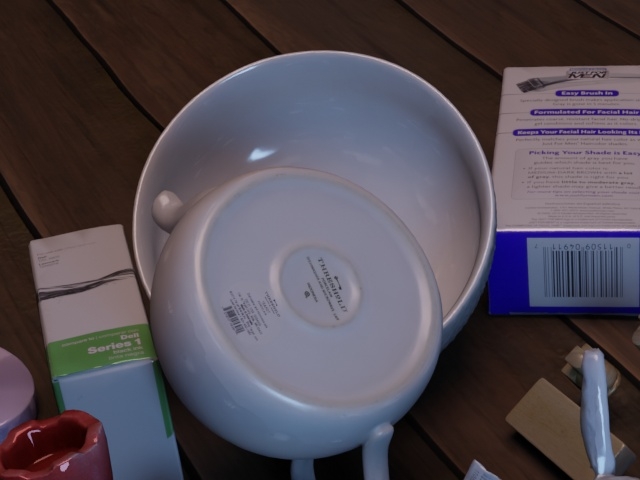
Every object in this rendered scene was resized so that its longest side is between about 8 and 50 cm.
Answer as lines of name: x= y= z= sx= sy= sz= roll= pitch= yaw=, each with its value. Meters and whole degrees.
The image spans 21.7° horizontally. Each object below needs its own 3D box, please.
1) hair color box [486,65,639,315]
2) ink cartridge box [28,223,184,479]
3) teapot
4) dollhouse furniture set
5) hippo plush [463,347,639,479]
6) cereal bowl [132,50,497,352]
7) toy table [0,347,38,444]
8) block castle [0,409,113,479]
hair color box: x=0.270 y=-0.058 z=1.710 sx=0.185 sy=0.110 sz=0.339 roll=0 pitch=35 yaw=10
ink cartridge box: x=-0.188 y=0.109 z=1.456 sx=0.092 sy=0.160 sz=0.219 roll=-12 pitch=34 yaw=-7
teapot: x=-0.033 y=0.080 z=1.361 sx=0.252 sy=0.187 sz=0.256 roll=24 pitch=55 yaw=-13
dollhouse furniture set: x=0.278 y=0.160 z=1.442 sx=0.151 sy=0.123 sz=0.144 roll=-49 pitch=42 yaw=-1
hippo plush: x=0.218 y=0.276 z=1.107 sx=0.234 sy=0.236 sz=0.294 roll=-44 pitch=65 yaw=-1
cereal bowl: x=0.000 y=0.000 z=1.563 sx=0.338 sy=0.141 sz=0.339 roll=-3 pitch=66 yaw=7
toy table: x=-0.398 y=0.086 z=1.523 sx=0.274 sy=0.161 sz=0.252 roll=1 pitch=33 yaw=10
block castle: x=-0.376 y=0.258 z=1.142 sx=0.303 sy=0.213 sz=0.453 roll=6 pitch=32 yaw=43
